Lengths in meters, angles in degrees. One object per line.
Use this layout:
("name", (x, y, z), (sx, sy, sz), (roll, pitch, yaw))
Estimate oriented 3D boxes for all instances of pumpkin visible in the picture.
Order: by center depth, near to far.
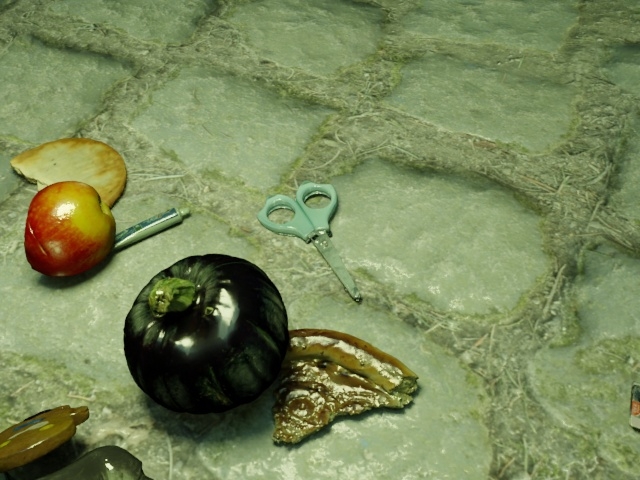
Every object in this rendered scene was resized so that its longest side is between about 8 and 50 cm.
("pumpkin", (-0.209, 0.136, 1.113), (0.295, 0.296, 0.296), (-1, 47, 1))

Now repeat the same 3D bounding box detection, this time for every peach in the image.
("peach", (-0.526, -0.023, 1.339), (0.192, 0.190, 0.190), (-30, 53, -14))

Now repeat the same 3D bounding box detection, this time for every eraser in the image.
("eraser", (0.551, 0.284, 1.123), (0.027, 0.019, 0.099), (16, 51, 16))

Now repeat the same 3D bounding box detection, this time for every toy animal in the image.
("toy animal", (-0.392, 0.391, 0.909), (0.343, 0.106, 0.168), (-3, 38, -41))

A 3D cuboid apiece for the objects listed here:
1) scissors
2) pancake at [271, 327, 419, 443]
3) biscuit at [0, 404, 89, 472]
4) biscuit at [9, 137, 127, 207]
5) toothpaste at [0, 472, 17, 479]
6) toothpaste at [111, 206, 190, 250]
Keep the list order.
("scissors", (0.000, 0.001, 1.401), (0.191, 0.029, 0.360), (-23, 52, -13))
("pancake", (0.013, 0.262, 1.136), (0.265, 0.057, 0.244), (24, 52, 23))
("biscuit", (-0.455, 0.307, 1.023), (0.179, 0.039, 0.236), (-20, 5, -21))
("biscuit", (-0.581, -0.165, 1.564), (0.308, 0.040, 0.204), (29, 55, 25))
("toothpaste", (-0.435, 0.480, 0.932), (0.067, 0.081, 0.336), (-25, 51, -21))
("toothpaste", (-0.379, -0.030, 1.438), (0.197, 0.035, 0.057), (-26, 36, -19))
